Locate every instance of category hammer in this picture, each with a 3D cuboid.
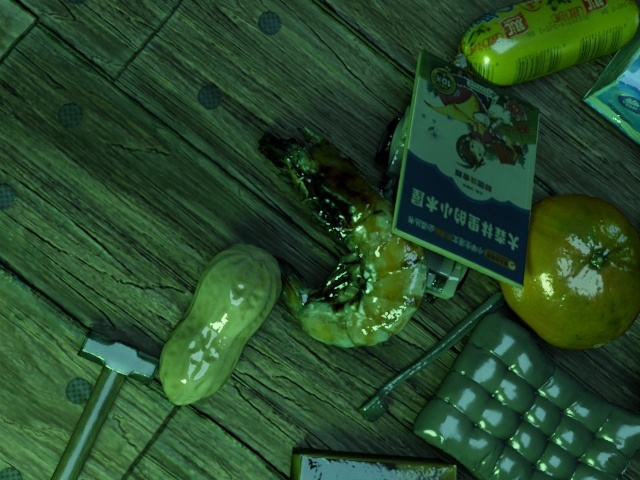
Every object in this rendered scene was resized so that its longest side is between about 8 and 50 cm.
[{"bbox_3d":[-0.347,0.308,1.664,0.111,0.043,0.365,26,78,-9],"label":"hammer"}]

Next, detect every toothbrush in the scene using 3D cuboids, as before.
[{"bbox_3d":[0.175,0.171,1.819,0.297,0.030,0.031,-39,100,-16],"label":"toothbrush"}]

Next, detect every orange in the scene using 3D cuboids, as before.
[{"bbox_3d":[0.388,0.046,1.818,0.240,0.171,0.240,2,82,-16],"label":"orange"}]

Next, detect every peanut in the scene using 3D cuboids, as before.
[{"bbox_3d":[-0.144,0.117,1.701,0.123,0.123,0.257,32,73,-7],"label":"peanut"}]

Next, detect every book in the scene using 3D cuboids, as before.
[{"bbox_3d":[0.220,-0.109,1.757,0.228,0.018,0.323,22,58,-21],"label":"book"}]

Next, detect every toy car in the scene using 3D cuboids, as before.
[{"bbox_3d":[0.158,-0.067,1.811,0.193,0.118,0.301,21,76,-7],"label":"toy car"}]

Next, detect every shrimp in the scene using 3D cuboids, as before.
[{"bbox_3d":[0.000,0.000,1.740,0.365,0.071,0.233,45,106,22],"label":"shrimp"}]

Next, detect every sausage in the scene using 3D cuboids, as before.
[{"bbox_3d":[0.358,-0.325,1.893,0.347,0.123,0.123,-19,86,-17],"label":"sausage"}]

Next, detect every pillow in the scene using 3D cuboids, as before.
[{"bbox_3d":[0.322,0.282,1.805,0.326,0.101,0.228,36,76,-4],"label":"pillow"}]

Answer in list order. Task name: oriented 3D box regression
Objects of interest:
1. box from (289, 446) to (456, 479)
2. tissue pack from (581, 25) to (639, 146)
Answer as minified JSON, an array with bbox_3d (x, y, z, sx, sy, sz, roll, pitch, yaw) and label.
[{"bbox_3d":[0.073,0.389,1.741,0.240,0.071,0.159,7,82,-14],"label":"box"},{"bbox_3d":[0.595,-0.228,1.925,0.263,0.146,0.198,39,75,-6],"label":"tissue pack"}]
